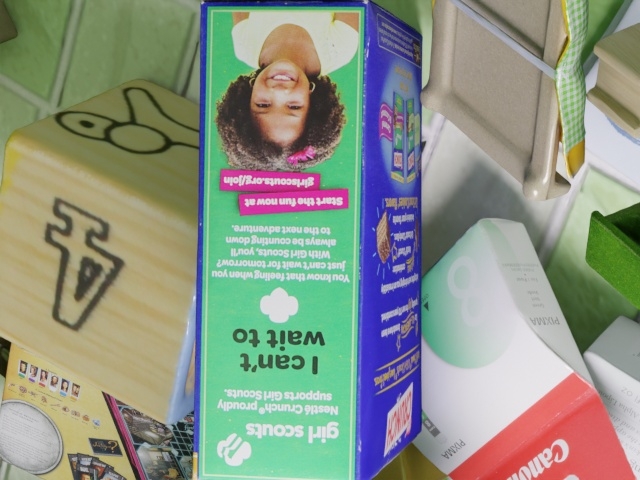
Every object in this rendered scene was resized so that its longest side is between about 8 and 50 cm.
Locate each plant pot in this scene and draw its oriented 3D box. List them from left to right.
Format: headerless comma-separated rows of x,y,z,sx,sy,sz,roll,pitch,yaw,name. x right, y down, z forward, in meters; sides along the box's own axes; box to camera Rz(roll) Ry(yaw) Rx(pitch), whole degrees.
0.056,0.164,1.372,0.081,0.081,0.083,-4,95,33,plant pot

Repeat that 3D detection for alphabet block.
-0.138,0.003,1.353,0.197,0.192,0.193,26,119,21,alphabet block

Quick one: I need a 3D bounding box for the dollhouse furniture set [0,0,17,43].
-0.384,-0.264,1.424,0.262,0.135,0.259,-23,97,36,dollhouse furniture set

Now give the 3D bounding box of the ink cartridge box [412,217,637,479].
0.129,0.124,1.250,0.181,0.056,0.225,-48,51,44,ink cartridge box

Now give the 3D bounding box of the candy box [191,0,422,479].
0.000,0.000,1.156,0.122,0.268,0.317,0,91,12,candy box

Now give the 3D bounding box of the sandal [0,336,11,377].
-0.271,0.124,1.570,0.180,0.049,0.072,46,123,3,sandal

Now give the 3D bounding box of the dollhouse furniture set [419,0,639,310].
0.209,-0.116,1.090,0.301,0.151,0.198,47,147,42,dollhouse furniture set

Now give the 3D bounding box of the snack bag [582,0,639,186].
0.358,-0.124,1.090,0.323,0.037,0.342,36,125,13,snack bag

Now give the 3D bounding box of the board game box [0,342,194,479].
-0.177,0.174,1.499,0.243,0.042,0.165,22,121,11,board game box

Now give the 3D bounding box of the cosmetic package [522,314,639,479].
0.225,0.185,1.272,0.117,0.085,0.231,31,121,19,cosmetic package
